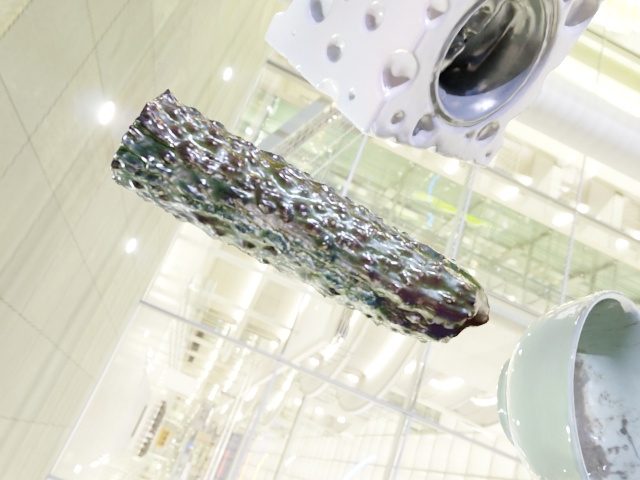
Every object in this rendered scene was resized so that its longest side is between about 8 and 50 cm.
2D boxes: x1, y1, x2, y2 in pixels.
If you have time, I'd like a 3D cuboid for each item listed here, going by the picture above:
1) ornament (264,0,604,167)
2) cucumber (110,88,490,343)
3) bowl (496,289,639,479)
[{"bbox_3d":[0.125,-0.261,0.626,0.240,0.239,0.240,52,-57,37],"label":"ornament"},{"bbox_3d":[0.000,0.000,0.476,0.096,0.359,0.096,-58,-173,12],"label":"cucumber"},{"bbox_3d":[0.326,0.212,0.693,0.146,0.289,0.289,-14,-133,48],"label":"bowl"}]
